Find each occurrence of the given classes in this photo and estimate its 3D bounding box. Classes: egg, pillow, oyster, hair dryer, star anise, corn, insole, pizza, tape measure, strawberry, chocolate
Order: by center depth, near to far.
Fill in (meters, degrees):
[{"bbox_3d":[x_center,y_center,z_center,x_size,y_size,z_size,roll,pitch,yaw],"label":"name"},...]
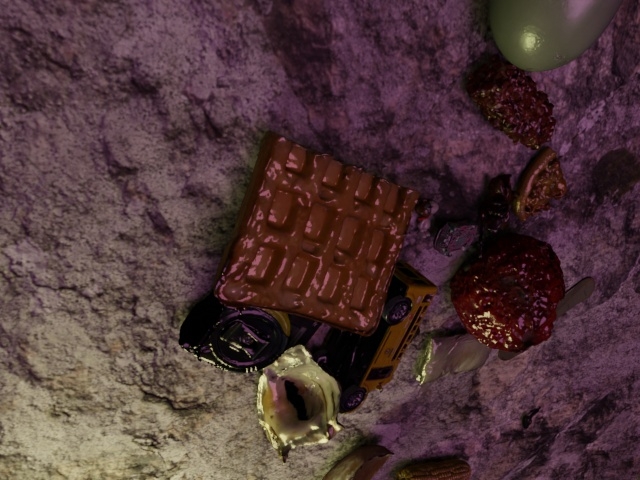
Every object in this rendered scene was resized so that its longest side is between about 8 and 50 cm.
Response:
[{"bbox_3d":[0.379,-0.413,0.843,0.203,0.203,0.282,-3,117,-26],"label":"egg"},{"bbox_3d":[-0.140,0.156,0.988,0.186,0.112,0.199,32,106,-29],"label":"tape measure"},{"bbox_3d":[-0.047,0.346,1.135,0.100,0.271,0.275,-17,93,-43],"label":"oyster"},{"bbox_3d":[0.377,-0.051,1.153,0.097,0.070,0.190,-2,104,-59],"label":"star anise"},{"bbox_3d":[0.503,-0.124,1.192,0.134,0.046,0.174,-6,122,-24],"label":"pizza"},{"bbox_3d":[0.447,0.135,1.219,0.274,0.220,0.274,-12,126,-16],"label":"strawberry"},{"bbox_3d":[0.358,0.294,1.383,0.230,0.050,0.148,-5,126,-28],"label":"pillow"},{"bbox_3d":[0.069,0.638,1.431,0.261,0.083,0.161,-53,145,12],"label":"chocolate"},{"bbox_3d":[0.643,0.224,1.509,0.348,0.009,0.119,-38,129,-1],"label":"insole"},{"bbox_3d":[0.348,0.721,1.622,0.292,0.101,0.101,3,118,-33],"label":"corn"},{"bbox_3d":[0.704,0.586,1.764,0.083,0.031,0.079,-35,140,-14],"label":"hair dryer"}]

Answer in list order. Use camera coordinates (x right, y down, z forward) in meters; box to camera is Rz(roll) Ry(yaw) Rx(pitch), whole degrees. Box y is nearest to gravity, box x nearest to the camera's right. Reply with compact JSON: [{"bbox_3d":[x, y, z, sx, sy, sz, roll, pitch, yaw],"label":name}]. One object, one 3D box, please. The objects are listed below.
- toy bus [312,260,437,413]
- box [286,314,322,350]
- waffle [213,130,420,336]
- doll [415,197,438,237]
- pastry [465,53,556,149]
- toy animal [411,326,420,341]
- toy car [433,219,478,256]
[{"bbox_3d":[0.111,0.206,1.136,0.151,0.145,0.331,7,115,-41],"label":"toy bus"},{"bbox_3d":[-0.072,0.191,1.109,0.125,0.027,0.126,29,103,-37],"label":"box"},{"bbox_3d":[0.001,0.000,0.933,0.348,0.077,0.304,19,90,-34],"label":"waffle"},{"bbox_3d":[0.214,-0.048,1.099,0.058,0.040,0.085,0,120,-39],"label":"doll"},{"bbox_3d":[0.362,-0.255,1.002,0.209,0.097,0.115,28,100,-35],"label":"pastry"},{"bbox_3d":[0.180,0.244,1.260,0.135,0.047,0.065,-48,137,0],"label":"toy animal"},{"bbox_3d":[0.290,-0.011,1.148,0.142,0.055,0.069,-8,122,-47],"label":"toy car"}]
